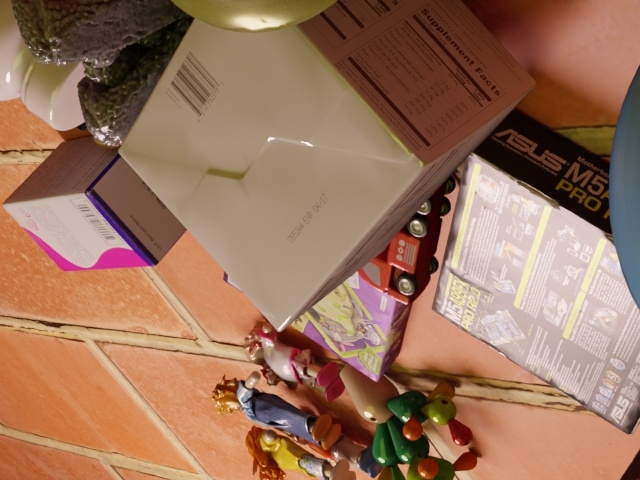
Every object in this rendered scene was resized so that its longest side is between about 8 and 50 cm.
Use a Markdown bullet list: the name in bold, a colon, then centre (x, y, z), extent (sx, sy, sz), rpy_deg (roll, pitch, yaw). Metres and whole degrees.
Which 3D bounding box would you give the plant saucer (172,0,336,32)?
- **plant saucer**: centre (-0.051, -0.260, 1.066), extent (0.241, 0.241, 0.037), rpy_deg (23, -166, 31)

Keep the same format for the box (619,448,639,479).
- **box**: centre (0.358, 0.203, 1.255), extent (0.167, 0.203, 0.168), rpy_deg (14, 145, 43)

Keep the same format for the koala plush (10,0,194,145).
- **koala plush**: centre (-0.177, -0.236, 1.337), extent (0.221, 0.203, 0.196), rpy_deg (50, 174, 30)

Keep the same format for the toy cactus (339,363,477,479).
- **toy cactus**: centre (0.095, 0.199, 1.746), extent (0.180, 0.112, 0.219), rpy_deg (52, 161, 18)

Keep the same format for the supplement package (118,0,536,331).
- **supplement package**: centre (-0.004, -0.095, 1.231), extent (0.204, 0.145, 0.262), rpy_deg (48, 141, 7)

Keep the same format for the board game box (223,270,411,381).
- **board game box**: centre (0.000, 0.000, 1.586), extent (0.208, 0.056, 0.347), rpy_deg (37, 155, 15)

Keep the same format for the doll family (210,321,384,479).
- **doll family**: centre (-0.045, 0.217, 1.903), extent (0.163, 0.118, 0.263), rpy_deg (19, 147, 37)

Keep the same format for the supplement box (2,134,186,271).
- **supplement box**: centre (-0.234, -0.043, 1.749), extent (0.111, 0.114, 0.220), rpy_deg (50, 151, -23)

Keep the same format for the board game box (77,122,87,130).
- **board game box**: centre (-0.331, -0.231, 1.654), extent (0.243, 0.042, 0.165), rpy_deg (33, 153, 14)

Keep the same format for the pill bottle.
- **pill bottle**: centre (-0.308, -0.225, 1.486), extent (0.272, 0.152, 0.152), rpy_deg (39, 155, 13)

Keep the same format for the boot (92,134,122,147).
- **boot**: centre (-0.194, -0.145, 1.604), extent (0.084, 0.059, 0.158), rpy_deg (51, 144, -16)

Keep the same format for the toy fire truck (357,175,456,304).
- **toy fire truck**: centre (0.044, -0.049, 1.376), extent (0.135, 0.047, 0.192), rpy_deg (25, 129, 21)

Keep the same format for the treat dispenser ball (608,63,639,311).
- **treat dispenser ball**: centre (0.301, -0.028, 0.864), extent (0.288, 0.288, 0.288), rpy_deg (31, 153, 18)

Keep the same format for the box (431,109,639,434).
- **box**: centre (0.210, 0.032, 1.343), extent (0.216, 0.060, 0.270), rpy_deg (33, 153, 16)
